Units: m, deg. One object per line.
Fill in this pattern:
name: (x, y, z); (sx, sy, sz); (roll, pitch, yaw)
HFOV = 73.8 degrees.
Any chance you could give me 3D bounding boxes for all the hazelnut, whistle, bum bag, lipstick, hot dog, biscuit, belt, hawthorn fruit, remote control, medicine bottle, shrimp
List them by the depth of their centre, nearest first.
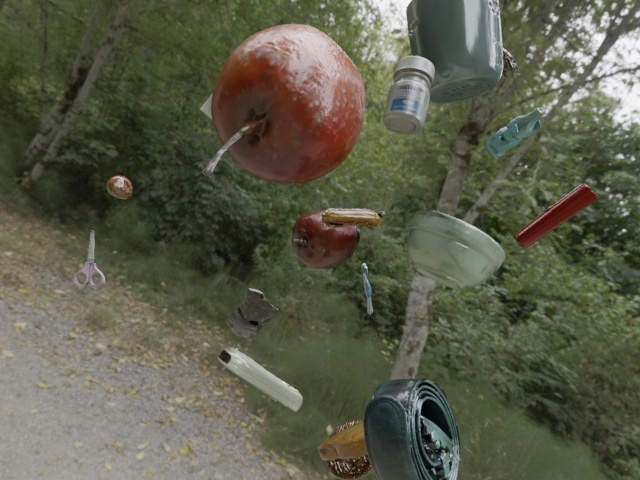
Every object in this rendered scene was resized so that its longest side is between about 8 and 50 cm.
hawthorn fruit: (-0.040, -0.197, 0.634); (0.231, 0.235, 0.263); (15, 12, -23)
belt: (0.171, 0.369, 0.807); (0.116, 0.206, 0.267); (-14, -58, 35)
remote control: (-0.113, 0.277, 0.850); (0.221, 0.042, 0.078); (47, -18, -32)
medicine bottle: (0.223, -0.363, 1.075); (0.105, 0.168, 0.105); (13, -11, 3)
biscuit: (0.166, 0.507, 1.154); (0.312, 0.351, 0.057); (-11, 71, -33)
bum bag: (-0.201, 0.218, 1.228); (0.102, 0.248, 0.069); (43, 48, 4)
hot dog: (0.096, -0.064, 1.255); (0.188, 0.055, 0.072); (2, 14, -4)
biscuit: (0.099, 0.650, 1.332); (0.027, 0.188, 0.188); (59, -11, -30)
hazelnut: (-0.672, -0.177, 1.428); (0.086, 0.086, 0.086); (28, 6, -3)
hawthorn fruit: (0.000, 0.000, 1.429); (0.215, 0.215, 0.250); (31, 28, 32)
lipstick: (0.788, -0.077, 1.444); (0.073, 0.280, 0.073); (45, 16, -17)
shrimp: (0.697, -0.693, 1.639); (0.190, 0.073, 0.075); (36, 29, -4)
whistle: (0.748, -0.417, 1.659); (0.186, 0.274, 0.093); (-18, 75, -33)

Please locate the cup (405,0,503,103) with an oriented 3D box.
cup: (0.411, -0.566, 1.302); (0.260, 0.274, 0.357); (-6, -3, 17)

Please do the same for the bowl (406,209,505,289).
bowl: (0.404, 0.048, 1.348); (0.307, 0.163, 0.307); (27, -7, 4)

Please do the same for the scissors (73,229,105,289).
scissors: (-0.811, 0.069, 1.504); (0.110, 0.212, 0.021); (1, -8, -1)

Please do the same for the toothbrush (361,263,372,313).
toothbrush: (0.097, 0.103, 0.880); (0.017, 0.014, 0.162); (55, -15, 41)

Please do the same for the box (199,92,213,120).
box: (-0.276, -0.494, 1.503); (0.203, 0.251, 0.106); (44, 7, 35)
